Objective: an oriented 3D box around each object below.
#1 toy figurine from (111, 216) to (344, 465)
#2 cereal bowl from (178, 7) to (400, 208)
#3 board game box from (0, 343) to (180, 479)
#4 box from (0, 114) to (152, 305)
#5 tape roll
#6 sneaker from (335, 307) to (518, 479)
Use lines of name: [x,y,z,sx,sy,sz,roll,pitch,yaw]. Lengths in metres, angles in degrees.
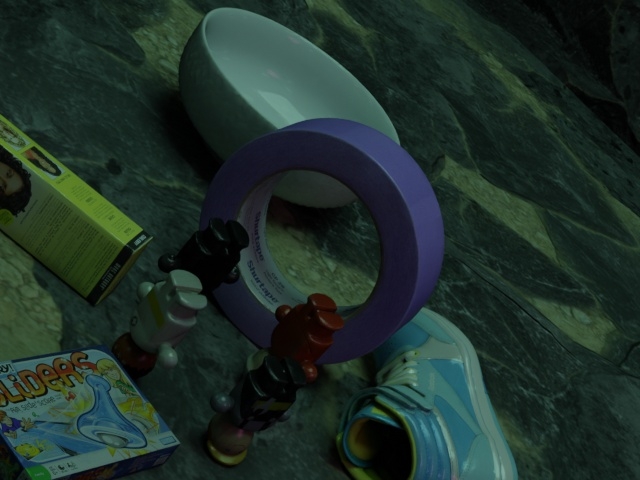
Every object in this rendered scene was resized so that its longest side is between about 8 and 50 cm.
toy figurine: [-0.104,0.107,1.568,0.213,0.148,0.209,39,31,-5]
cereal bowl: [-0.060,-0.163,2.055,0.339,0.141,0.339,30,28,-17]
board game box: [-0.241,0.169,1.398,0.136,0.035,0.201,49,27,20]
box: [-0.301,-0.038,1.603,0.232,0.087,0.058,38,23,0]
tape roll: [0.000,0.000,1.711,0.275,0.275,0.090,43,25,8]
sneaker: [0.091,0.178,1.716,0.208,0.127,0.319,19,31,-38]
